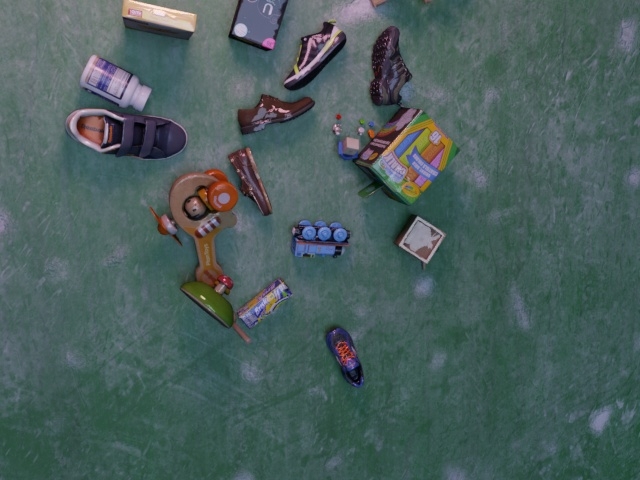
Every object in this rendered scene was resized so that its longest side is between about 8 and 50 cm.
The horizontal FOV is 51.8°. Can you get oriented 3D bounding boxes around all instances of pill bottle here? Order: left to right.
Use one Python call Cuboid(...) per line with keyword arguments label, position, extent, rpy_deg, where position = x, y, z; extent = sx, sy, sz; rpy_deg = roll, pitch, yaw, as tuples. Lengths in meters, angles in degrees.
Cuboid(label="pill bottle", position=(-0.539, -0.409, 1.740), extent=(0.169, 0.094, 0.094), rpy_deg=(25, 95, -18))

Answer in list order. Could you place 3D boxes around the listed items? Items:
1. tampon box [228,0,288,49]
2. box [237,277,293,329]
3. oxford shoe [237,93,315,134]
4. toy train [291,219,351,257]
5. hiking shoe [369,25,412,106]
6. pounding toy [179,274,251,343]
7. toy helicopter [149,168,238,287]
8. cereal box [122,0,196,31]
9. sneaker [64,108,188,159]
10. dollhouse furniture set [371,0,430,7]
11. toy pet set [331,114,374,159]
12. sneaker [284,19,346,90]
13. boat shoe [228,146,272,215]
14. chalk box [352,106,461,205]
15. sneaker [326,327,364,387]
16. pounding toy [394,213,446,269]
Cuboid(label="tampon box", position=(-0.167, -0.612, 1.785), extent=(0.120, 0.101, 0.161), rpy_deg=(15, 98, -16))
Cuboid(label="box", position=(-0.167, 0.189, 1.987), extent=(0.169, 0.059, 0.054), rpy_deg=(-38, 109, -4))
Cuboid(label="oxford shoe", position=(-0.125, -0.375, 1.861), extent=(0.227, 0.083, 0.096), rpy_deg=(-19, 102, -11))
Cuboid(label="toy train", position=(0.000, 0.000, 1.981), extent=(0.184, 0.080, 0.105), rpy_deg=(4, 110, -17))
Cuboid(label="hiking shoe", position=(0.213, -0.506, 1.927), extent=(0.114, 0.086, 0.227), rpy_deg=(-1, 109, -28))
Cuboid(label="pounding toy", position=(-0.280, 0.169, 1.883), extent=(0.110, 0.183, 0.237), rpy_deg=(-51, 125, -13))
Cuboid(label="toy helicopter", position=(-0.349, -0.019, 1.863), extent=(0.235, 0.140, 0.355), rpy_deg=(-13, 118, -18))
Cuboid(label="cereal box", position=(-0.408, -0.553, 1.664), extent=(0.173, 0.240, 0.047), rpy_deg=(8, 100, -15))
Cuboid(label="sneaker", position=(-0.515, -0.280, 1.761), extent=(0.321, 0.127, 0.126), rpy_deg=(4, 100, -17))
Cuboid(label="dollhouse furniture set", position=(0.259, -0.774, 1.863), extent=(0.242, 0.161, 0.212), rpy_deg=(-37, 110, -27))
Cuboid(label="toy pet set", position=(0.092, -0.300, 1.956), extent=(0.122, 0.065, 0.114), rpy_deg=(9, 65, -19))
Cuboid(label="sneaker", position=(-0.030, -0.526, 1.866), extent=(0.235, 0.084, 0.097), rpy_deg=(-44, 85, -2))
Cuboid(label="boat shoe", position=(-0.201, -0.162, 1.896), extent=(0.073, 0.073, 0.207), rpy_deg=(-23, 100, -7))
Cuboid(label="chalk box", position=(0.228, -0.224, 1.934), extent=(0.179, 0.180, 0.289), rpy_deg=(41, 91, -18))
Cuboid(label="sneaker", position=(0.089, 0.371, 2.079), extent=(0.083, 0.087, 0.221), rpy_deg=(-30, 108, -7))
Cuboid(label="pounding toy", position=(0.315, 0.010, 2.062), extent=(0.141, 0.100, 0.130), rpy_deg=(32, 92, -8))
